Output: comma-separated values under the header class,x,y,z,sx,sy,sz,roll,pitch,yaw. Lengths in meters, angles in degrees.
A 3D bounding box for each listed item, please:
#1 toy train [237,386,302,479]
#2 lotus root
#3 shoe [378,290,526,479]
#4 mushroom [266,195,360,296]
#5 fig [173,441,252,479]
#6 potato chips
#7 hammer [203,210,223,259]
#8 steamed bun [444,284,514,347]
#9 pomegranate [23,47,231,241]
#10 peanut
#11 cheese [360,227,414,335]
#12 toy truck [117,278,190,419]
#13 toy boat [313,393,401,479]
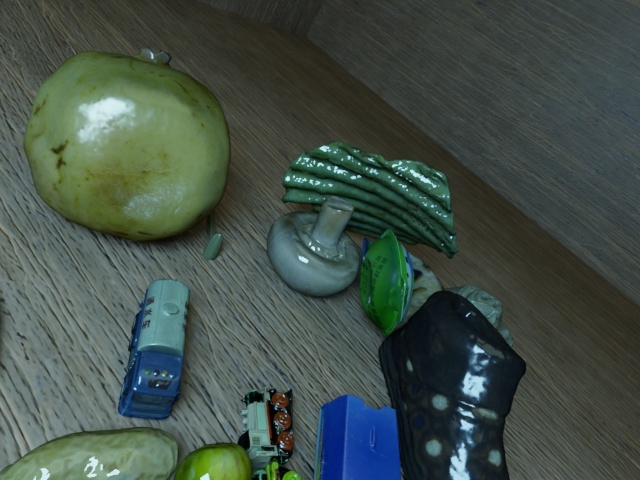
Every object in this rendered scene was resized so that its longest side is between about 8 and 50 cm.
class,x,y,z,sx,sy,sz,roll,pitch,yaw
toy train,-0.065,0.302,0.556,0.085,0.053,0.250,13,35,-21
lotus root,0.198,0.113,1.003,0.170,0.075,0.261,-1,38,-13
shoe,0.236,0.262,0.711,0.171,0.237,0.384,20,33,-21
mushroom,0.000,0.000,0.884,0.207,0.215,0.207,19,37,-15
fig,-0.133,0.312,0.479,0.093,0.093,0.166,22,70,-19
potato chips,0.118,-0.064,0.962,0.389,0.097,0.373,13,-20,23
hammer,-0.223,-0.043,0.896,0.028,0.060,0.195,16,31,-26
steamed bun,0.369,0.193,1.027,0.211,0.144,0.218,21,33,-21
pomegranate,-0.310,-0.165,0.735,0.332,0.333,0.333,24,32,-16
peanut,-0.236,0.243,0.454,0.174,0.080,0.080,7,39,-32
cheese,0.122,0.069,0.876,0.083,0.204,0.320,3,13,-6
toy truck,-0.222,0.138,0.603,0.074,0.088,0.202,19,34,-25
toy boat,0.046,0.363,0.553,0.129,0.088,0.295,23,43,-18
